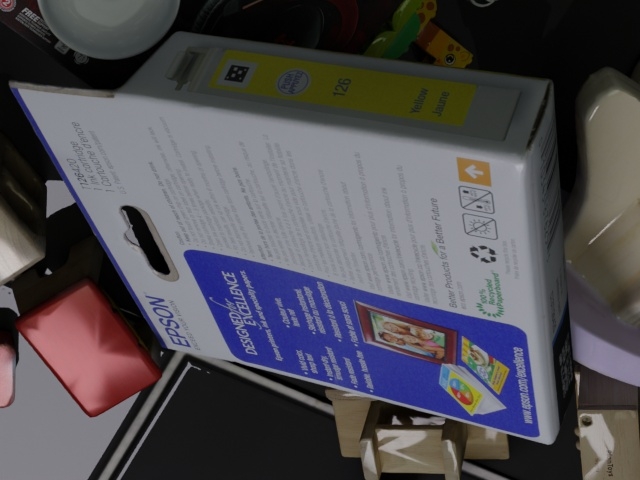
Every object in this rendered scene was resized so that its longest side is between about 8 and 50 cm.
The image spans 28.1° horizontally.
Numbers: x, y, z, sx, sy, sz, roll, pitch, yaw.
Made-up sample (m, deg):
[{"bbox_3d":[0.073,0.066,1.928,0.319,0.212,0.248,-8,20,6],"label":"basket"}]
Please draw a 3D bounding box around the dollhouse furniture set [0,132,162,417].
[{"bbox_3d":[-0.283,0.010,0.859,0.201,0.152,0.374,-30,117,5],"label":"dollhouse furniture set"}]

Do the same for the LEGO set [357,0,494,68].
[{"bbox_3d":[0.062,-0.125,0.901,0.093,0.087,0.227,33,99,-26],"label":"LEGO set"}]

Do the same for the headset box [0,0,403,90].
[{"bbox_3d":[-0.048,-0.215,0.818,0.218,0.110,0.293,37,104,-23],"label":"headset box"}]

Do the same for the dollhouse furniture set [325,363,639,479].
[{"bbox_3d":[0.134,0.130,1.031,0.242,0.161,0.212,-2,118,15],"label":"dollhouse furniture set"}]

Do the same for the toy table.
[{"bbox_3d":[0.234,-0.012,0.909,0.274,0.252,0.161,14,130,-39],"label":"toy table"}]

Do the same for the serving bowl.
[{"bbox_3d":[-0.125,-0.151,0.757,0.083,0.027,0.083,-4,116,-8],"label":"serving bowl"}]

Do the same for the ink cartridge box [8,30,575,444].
[{"bbox_3d":[0.000,0.000,0.807,0.307,0.072,0.303,13,149,22],"label":"ink cartridge box"}]
